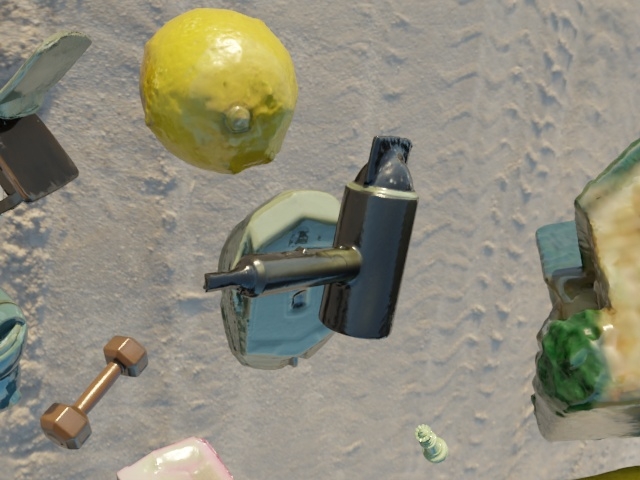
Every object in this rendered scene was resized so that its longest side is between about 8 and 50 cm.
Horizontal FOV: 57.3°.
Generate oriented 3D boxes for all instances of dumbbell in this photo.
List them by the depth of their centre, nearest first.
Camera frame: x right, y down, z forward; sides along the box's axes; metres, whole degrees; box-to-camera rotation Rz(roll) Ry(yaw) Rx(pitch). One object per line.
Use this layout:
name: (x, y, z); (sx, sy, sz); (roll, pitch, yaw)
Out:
dumbbell: (-0.426, 0.286, 1.119); (0.092, 0.082, 0.231); (98, 19, -44)

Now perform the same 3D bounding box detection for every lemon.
lemon: (-0.149, -0.217, 0.854); (0.233, 0.288, 0.234); (-11, 118, -21)

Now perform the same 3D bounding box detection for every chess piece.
chess piece: (0.175, 0.322, 0.936); (0.042, 0.042, 0.093); (-53, 139, -19)

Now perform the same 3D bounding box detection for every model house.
model house: (0.420, 0.059, 0.754); (0.382, 0.334, 0.343); (44, 40, -57)

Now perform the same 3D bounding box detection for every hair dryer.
hair dryer: (0.000, 0.000, 0.514); (0.248, 0.077, 0.196); (-7, 111, -52)

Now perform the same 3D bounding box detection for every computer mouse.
computer mouse: (-0.062, 0.062, 0.991); (0.228, 0.145, 0.429); (-17, 139, -22)

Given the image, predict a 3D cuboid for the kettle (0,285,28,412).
kettle: (-0.639, 0.157, 0.965); (0.247, 0.342, 0.320); (-61, 165, -48)

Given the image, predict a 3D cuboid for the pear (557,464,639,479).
pear: (0.305, 0.436, 0.613); (0.418, 0.362, 0.362); (-50, 139, 9)

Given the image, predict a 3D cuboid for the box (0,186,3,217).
box: (-0.669, -0.112, 1.099); (0.129, 0.051, 0.130); (7, 77, -54)

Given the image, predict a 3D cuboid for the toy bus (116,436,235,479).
toy bus: (-0.106, 0.334, 0.616); (0.112, 0.274, 0.090); (-30, 141, -29)

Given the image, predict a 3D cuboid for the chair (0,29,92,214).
chair: (-0.458, -0.161, 0.910); (0.186, 0.319, 0.160); (61, 17, -15)
